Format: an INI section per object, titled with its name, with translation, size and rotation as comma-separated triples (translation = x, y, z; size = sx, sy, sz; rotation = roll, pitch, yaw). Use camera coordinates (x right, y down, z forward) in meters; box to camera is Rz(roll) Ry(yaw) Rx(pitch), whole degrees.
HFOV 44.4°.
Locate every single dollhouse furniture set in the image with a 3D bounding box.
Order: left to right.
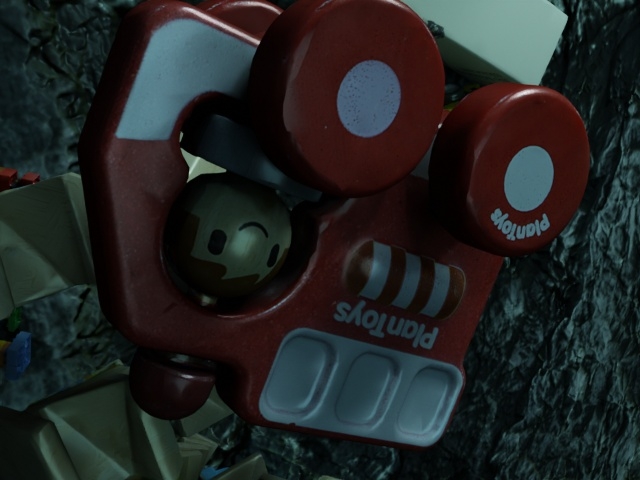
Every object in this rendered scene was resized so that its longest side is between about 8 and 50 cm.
[dollhouse furniture set]
translation = -0.089, 0.112, 0.646
size = 0.362, 0.256, 0.394
rotation = -23, 100, -37

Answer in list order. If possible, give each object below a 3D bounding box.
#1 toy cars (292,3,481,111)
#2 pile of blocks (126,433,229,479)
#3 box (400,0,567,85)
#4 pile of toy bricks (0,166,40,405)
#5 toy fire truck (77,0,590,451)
[toy cars]
translation = 0.047, -0.128, 0.800
size = 0.394, 0.087, 0.176
rotation = 19, 101, -38
[pile of blocks]
translation = -0.120, 0.304, 0.830
size = 0.362, 0.113, 0.149
rotation = 35, 85, -38
[box]
translation = 0.120, -0.248, 0.803
size = 0.275, 0.113, 0.094
rotation = 19, 96, -36
[pile of toy bricks]
translation = -0.297, 0.034, 0.633
size = 0.105, 0.118, 0.212
rotation = 11, 115, -2
[toy fire truck]
translation = 0.000, 0.000, 0.476
size = 0.302, 0.169, 0.253
rotation = 17, 94, -35
